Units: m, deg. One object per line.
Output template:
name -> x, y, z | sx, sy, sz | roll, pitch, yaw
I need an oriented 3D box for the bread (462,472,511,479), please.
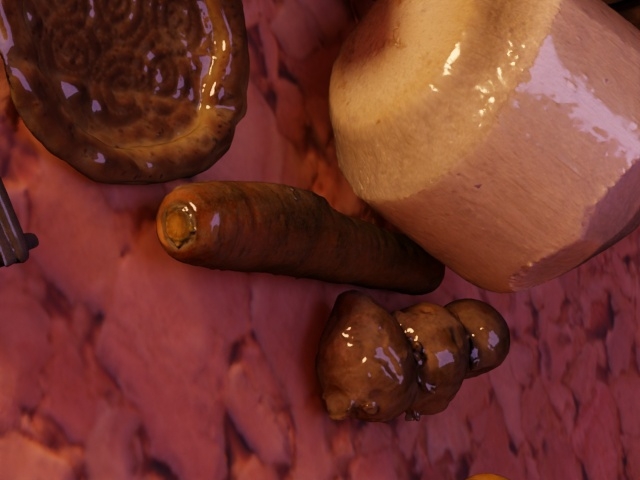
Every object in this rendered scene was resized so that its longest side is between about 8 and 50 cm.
bread -> 0.142, 0.263, 1.435 | 0.173, 0.085, 0.134 | 35, 60, -44

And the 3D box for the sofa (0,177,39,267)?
sofa -> -0.213, -0.056, 1.048 | 0.060, 0.085, 0.147 | -35, 110, -46

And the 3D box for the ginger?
ginger -> 0.076, 0.086, 1.391 | 0.204, 0.080, 0.104 | -1, 78, -50

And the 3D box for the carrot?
carrot -> 0.001, 0.001, 1.328 | 0.342, 0.070, 0.070 | 11, 74, -55

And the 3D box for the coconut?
coconut -> 0.148, -0.087, 1.373 | 0.266, 0.237, 0.237 | 39, 54, -29

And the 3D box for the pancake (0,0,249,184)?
pancake -> -0.135, -0.156, 1.210 | 0.250, 0.031, 0.250 | 14, 72, -50

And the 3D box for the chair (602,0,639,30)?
chair -> 0.316, -0.137, 1.649 | 0.416, 0.203, 0.241 | -4, 81, -50
